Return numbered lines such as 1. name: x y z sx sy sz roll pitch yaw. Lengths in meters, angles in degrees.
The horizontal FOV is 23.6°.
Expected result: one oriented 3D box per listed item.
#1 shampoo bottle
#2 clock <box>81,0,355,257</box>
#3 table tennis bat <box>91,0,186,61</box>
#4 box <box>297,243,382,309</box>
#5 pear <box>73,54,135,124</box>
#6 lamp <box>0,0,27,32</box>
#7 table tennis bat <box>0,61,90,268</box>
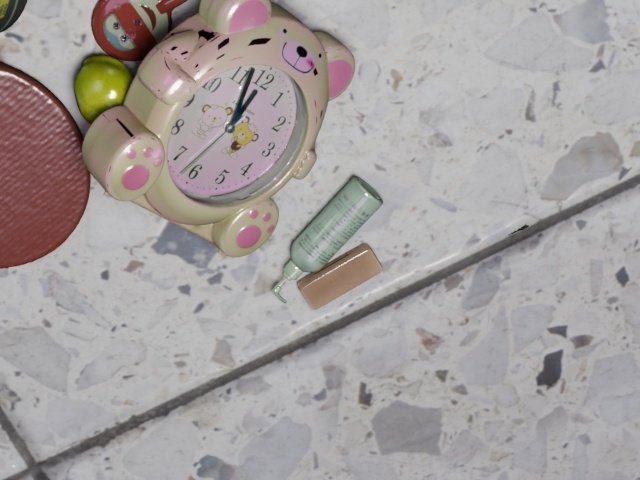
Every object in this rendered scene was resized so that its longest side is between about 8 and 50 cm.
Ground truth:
1. shampoo bottle: 0.000 0.000 2.064 0.056 0.056 0.195 39 103 -24
2. clock: -0.116 -0.154 1.900 0.284 0.114 0.309 29 101 -42
3. table tennis bat: -0.213 -0.284 1.916 0.154 0.019 0.098 -28 116 7
4. box: 0.026 0.049 2.109 0.115 0.025 0.048 -31 121 5
5. pear: -0.268 -0.184 1.916 0.092 0.092 0.097 -37 75 8
6. lamp: -0.451 -0.302 1.711 0.272 0.374 0.205 -16 125 -33
7. table tennis bat: -0.466 -0.131 1.924 0.268 0.051 0.415 -38 117 8
